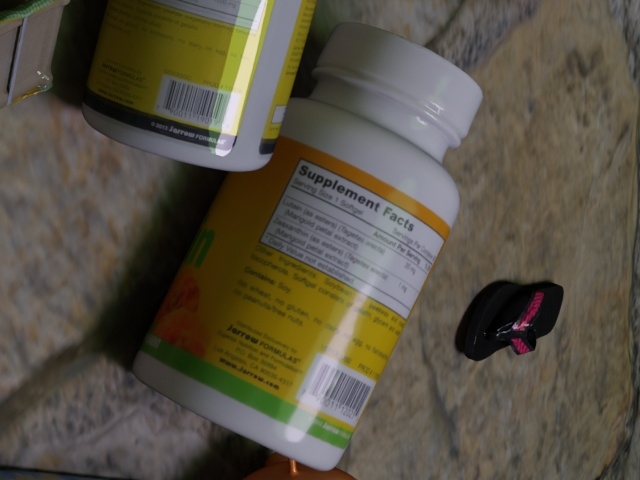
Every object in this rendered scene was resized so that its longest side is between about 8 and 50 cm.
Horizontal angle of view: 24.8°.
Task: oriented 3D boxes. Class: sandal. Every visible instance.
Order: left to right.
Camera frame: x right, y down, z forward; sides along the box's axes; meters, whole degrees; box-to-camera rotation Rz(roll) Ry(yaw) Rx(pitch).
[{"bbox_3d":[0.182,0.070,1.285,0.179,0.040,0.067,-9,118,-54],"label":"sandal"}]

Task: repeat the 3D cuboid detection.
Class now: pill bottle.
[{"bbox_3d":[-0.051,-0.135,0.740,0.103,0.103,0.184,0,109,-57],"label":"pill bottle"},{"bbox_3d":[0.000,0.000,0.873,0.246,0.136,0.136,-64,149,-6],"label":"pill bottle"}]

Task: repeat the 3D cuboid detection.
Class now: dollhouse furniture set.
[{"bbox_3d":[-0.156,-0.126,0.664,0.076,0.058,0.152,-42,161,-46],"label":"dollhouse furniture set"}]

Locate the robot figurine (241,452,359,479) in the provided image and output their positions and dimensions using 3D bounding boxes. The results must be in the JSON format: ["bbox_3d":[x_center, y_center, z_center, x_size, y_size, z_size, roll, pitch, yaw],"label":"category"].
[{"bbox_3d":[-0.016,0.238,0.989,0.158,0.128,0.219,-51,158,-41],"label":"robot figurine"}]

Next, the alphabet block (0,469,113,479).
[{"bbox_3d":[-0.106,0.259,0.820,0.192,0.197,0.193,20,93,-58],"label":"alphabet block"}]
